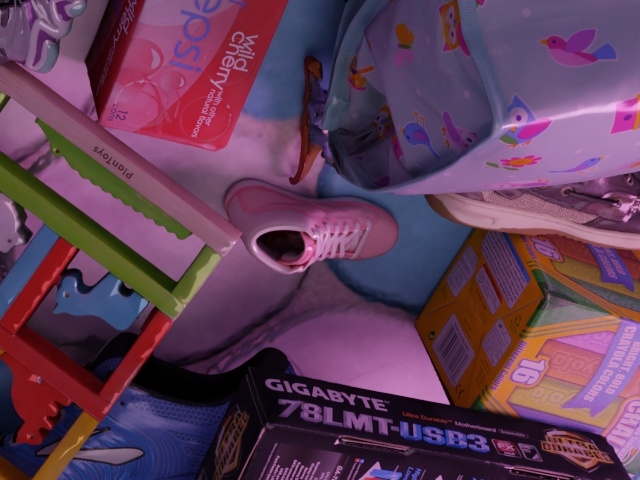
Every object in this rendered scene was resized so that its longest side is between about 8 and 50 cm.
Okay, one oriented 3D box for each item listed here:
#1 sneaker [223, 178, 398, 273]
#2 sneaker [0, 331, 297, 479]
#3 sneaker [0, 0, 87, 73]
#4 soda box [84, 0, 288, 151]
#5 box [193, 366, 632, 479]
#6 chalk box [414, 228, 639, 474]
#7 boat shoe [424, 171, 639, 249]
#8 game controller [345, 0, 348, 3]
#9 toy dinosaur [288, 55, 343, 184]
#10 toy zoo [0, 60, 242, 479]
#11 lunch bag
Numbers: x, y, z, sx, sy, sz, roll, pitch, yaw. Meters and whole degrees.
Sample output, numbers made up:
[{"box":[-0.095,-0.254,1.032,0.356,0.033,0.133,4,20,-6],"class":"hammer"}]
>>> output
[{"box":[0.000,0.000,1.211,0.134,0.070,0.051,13,118,-24],"class":"sneaker"},{"box":[-0.167,0.138,1.247,0.330,0.130,0.147,-9,105,-3],"class":"sneaker"},{"box":[-0.185,-0.154,1.073,0.069,0.038,0.098,17,118,-26],"class":"sneaker"},{"box":[-0.061,-0.189,1.055,0.092,0.083,0.263,12,119,-23],"class":"soda box"},{"box":[0.033,0.247,1.221,0.293,0.073,0.295,12,118,-24],"class":"box"},{"box":[0.204,0.077,1.283,0.213,0.132,0.132,16,119,-26],"class":"chalk box"},{"box":[0.188,-0.046,1.225,0.224,0.080,0.073,3,128,-12],"class":"boat shoe"},{"box":[0.148,-0.242,1.086,0.319,0.067,0.166,-34,126,10],"class":"game controller"},{"box":[-0.004,-0.084,1.172,0.090,0.047,0.082,-25,109,16],"class":"toy dinosaur"},{"box":[-0.214,0.052,1.145,0.192,0.030,0.293,36,104,-3],"class":"toy zoo"},{"box":[0.136,-0.108,1.063,0.223,0.160,0.262,-11,170,-19],"class":"lunch bag"}]
